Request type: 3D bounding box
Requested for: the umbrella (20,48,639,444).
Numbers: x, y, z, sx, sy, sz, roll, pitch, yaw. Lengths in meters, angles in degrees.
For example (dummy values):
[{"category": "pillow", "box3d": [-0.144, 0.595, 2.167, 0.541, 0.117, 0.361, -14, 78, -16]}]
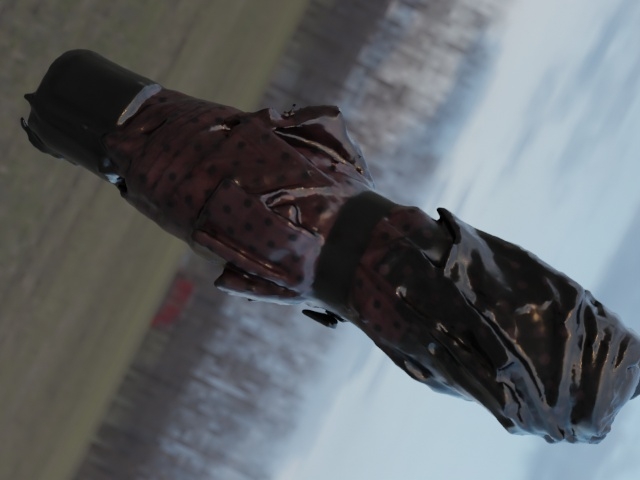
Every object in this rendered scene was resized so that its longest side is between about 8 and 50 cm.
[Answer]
[{"category": "umbrella", "box3d": [0.000, 0.000, 0.873, 0.090, 0.326, 0.094, -45, 155, -42]}]
